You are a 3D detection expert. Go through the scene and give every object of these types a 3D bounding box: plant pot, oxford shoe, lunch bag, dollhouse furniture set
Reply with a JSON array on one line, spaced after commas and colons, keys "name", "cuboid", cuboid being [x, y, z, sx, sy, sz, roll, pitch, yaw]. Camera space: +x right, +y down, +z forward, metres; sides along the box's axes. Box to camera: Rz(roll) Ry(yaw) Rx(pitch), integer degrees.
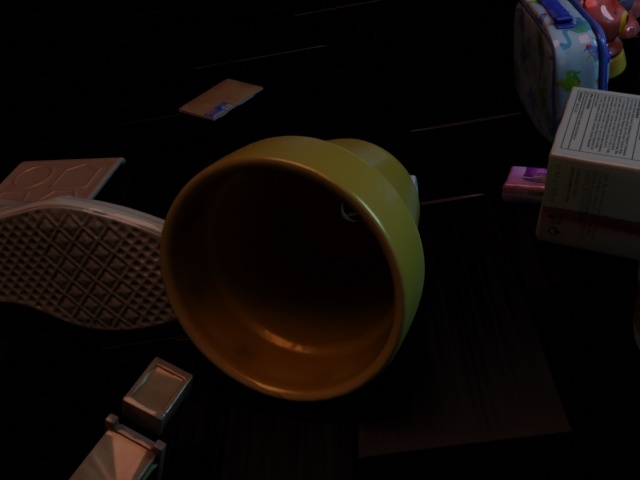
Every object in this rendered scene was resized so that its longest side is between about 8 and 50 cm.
[{"name": "plant pot", "cuboid": [0.000, 0.000, 0.805, 0.254, 0.254, 0.239, 4, 24, 22]}, {"name": "oxford shoe", "cuboid": [-0.332, 0.016, 0.952, 0.449, 0.169, 0.130, 1, 18, 20]}, {"name": "lunch bag", "cuboid": [0.336, -0.251, 1.078, 0.090, 0.176, 0.219, -10, 35, 4]}, {"name": "dollhouse furniture set", "cuboid": [-0.130, 0.230, 0.674, 0.161, 0.101, 0.182, 26, 46, 9]}]

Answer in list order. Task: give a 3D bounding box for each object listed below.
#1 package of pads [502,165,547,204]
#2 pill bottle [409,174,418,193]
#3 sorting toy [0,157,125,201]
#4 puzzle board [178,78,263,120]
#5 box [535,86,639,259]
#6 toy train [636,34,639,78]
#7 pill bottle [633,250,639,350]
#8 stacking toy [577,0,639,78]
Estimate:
[{"name": "package of pads", "cuboid": [0.278, -0.070, 0.974, 0.083, 0.032, 0.050, 7, 42, 25]}, {"name": "pill bottle", "cuboid": [0.087, -0.063, 1.013, 0.083, 0.043, 0.043, -4, 37, 12]}, {"name": "sorting toy", "cuboid": [-0.430, -0.071, 1.194, 0.193, 0.038, 0.208, 0, 33, 17]}, {"name": "puzzle board", "cuboid": [-0.180, -0.255, 1.382, 0.096, 0.011, 0.128, 21, 48, 36]}, {"name": "box", "cuboid": [0.371, -0.066, 0.834, 0.232, 0.127, 0.149, 13, 45, 20]}, {"name": "toy train", "cuboid": [0.480, -0.241, 1.101, 0.036, 0.027, 0.158, 8, 62, -6]}, {"name": "pill bottle", "cuboid": [0.329, 0.052, 0.625, 0.131, 0.229, 0.131, -8, 36, 6]}, {"name": "stacking toy", "cuboid": [0.523, -0.387, 1.245, 0.279, 0.130, 0.309, 2, 39, 20]}]
